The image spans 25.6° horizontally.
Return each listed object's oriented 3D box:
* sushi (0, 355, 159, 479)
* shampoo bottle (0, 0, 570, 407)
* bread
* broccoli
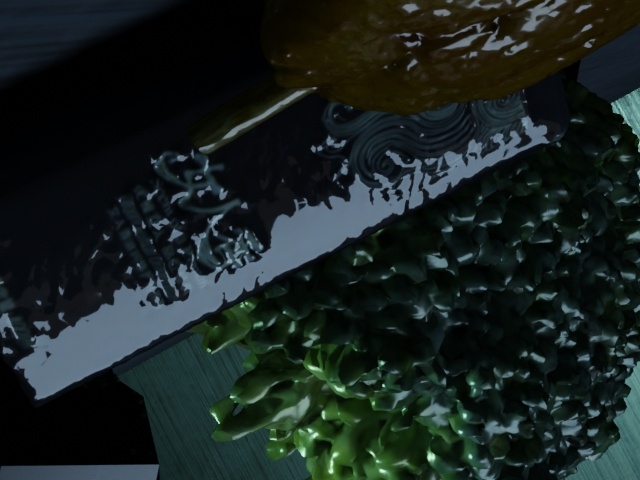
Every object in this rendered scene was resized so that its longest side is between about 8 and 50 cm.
[{"bbox_3d":[-0.242,0.176,0.923,0.212,0.215,0.227,2,-157,-25],"label":"sushi"},{"bbox_3d":[0.006,-0.052,0.539,0.309,0.098,0.071,-28,-151,-9],"label":"shampoo bottle"},{"bbox_3d":[0.097,-0.119,0.408,0.344,0.084,0.124,-28,155,18],"label":"bread"},{"bbox_3d":[0.056,0.021,0.778,0.338,0.277,0.317,-16,-169,-30],"label":"broccoli"}]
